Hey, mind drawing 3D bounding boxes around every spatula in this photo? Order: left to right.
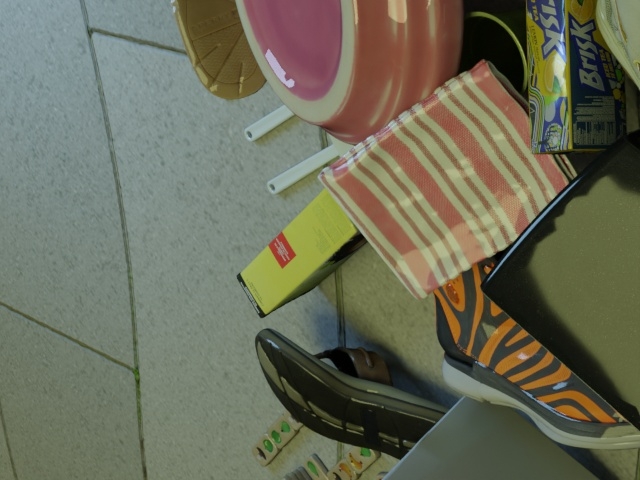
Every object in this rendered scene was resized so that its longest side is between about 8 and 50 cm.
[{"bbox_3d":[-0.025,-0.134,1.546,0.242,0.019,0.168,-27,92,55],"label":"spatula"}]

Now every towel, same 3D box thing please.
[{"bbox_3d":[0.106,-0.044,1.248,0.197,0.029,0.144,-33,101,33],"label":"towel"}]

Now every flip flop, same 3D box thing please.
[{"bbox_3d":[0.053,0.161,1.605,0.277,0.080,0.112,18,139,25],"label":"flip flop"}]

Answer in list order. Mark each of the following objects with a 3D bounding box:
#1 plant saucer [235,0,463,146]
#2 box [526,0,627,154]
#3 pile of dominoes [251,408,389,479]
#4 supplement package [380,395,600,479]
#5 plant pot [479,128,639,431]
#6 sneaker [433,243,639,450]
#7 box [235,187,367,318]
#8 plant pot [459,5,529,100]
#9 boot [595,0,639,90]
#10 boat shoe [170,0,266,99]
[{"bbox_3d":[0.004,-0.231,1.314,0.332,0.084,0.332,47,146,48],"label":"plant saucer"},{"bbox_3d":[0.195,-0.151,1.166,0.059,0.054,0.169,178,91,-65],"label":"box"},{"bbox_3d":[-0.001,0.291,1.789,0.196,0.040,0.251,53,145,12],"label":"pile of dominoes"},{"bbox_3d":[0.165,0.319,1.428,0.262,0.199,0.198,39,140,14],"label":"supplement package"},{"bbox_3d":[0.271,0.010,1.145,0.187,0.188,0.167,43,128,25],"label":"plant pot"},{"bbox_3d":[0.201,0.063,1.303,0.321,0.124,0.180,10,122,48],"label":"sneaker"},{"bbox_3d":[0.000,0.000,1.548,0.058,0.087,0.232,57,146,7],"label":"box"},{"bbox_3d":[0.162,-0.158,1.239,0.083,0.079,0.083,31,135,37],"label":"plant pot"},{"bbox_3d":[0.256,-0.141,1.025,0.213,0.077,0.165,60,174,27],"label":"boot"},{"bbox_3d":[-0.115,-0.275,1.496,0.092,0.102,0.285,-28,-81,-88],"label":"boat shoe"}]
